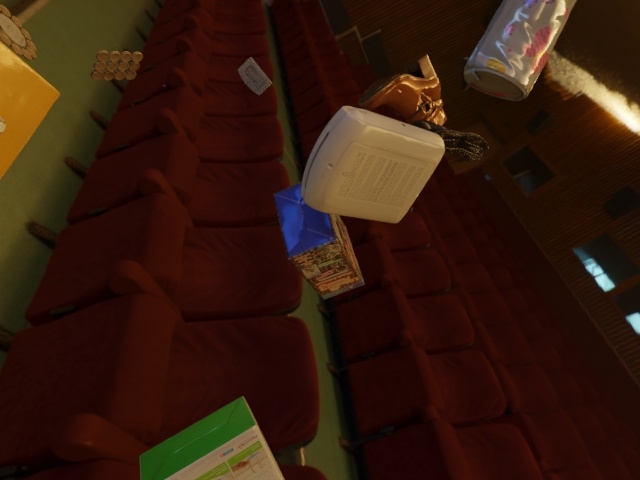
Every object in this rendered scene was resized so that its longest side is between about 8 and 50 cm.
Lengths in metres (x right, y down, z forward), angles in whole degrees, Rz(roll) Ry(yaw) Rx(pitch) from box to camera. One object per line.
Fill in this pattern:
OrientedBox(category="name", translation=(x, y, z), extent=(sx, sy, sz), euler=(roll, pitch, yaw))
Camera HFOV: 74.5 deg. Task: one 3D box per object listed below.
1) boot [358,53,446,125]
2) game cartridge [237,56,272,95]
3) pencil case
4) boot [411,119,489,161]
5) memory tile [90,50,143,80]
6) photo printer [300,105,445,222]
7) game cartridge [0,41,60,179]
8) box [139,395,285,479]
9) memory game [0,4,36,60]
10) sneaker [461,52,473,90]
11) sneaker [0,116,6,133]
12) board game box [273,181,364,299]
OrientedBox(category="boot", translation=(0.258, -0.400, 1.272), extent=(0.109, 0.283, 0.220), euler=(15, -42, 55))
OrientedBox(category="game cartridge", translation=(-0.172, -0.423, 1.091), extent=(0.083, 0.056, 0.017), euler=(49, 16, -14))
OrientedBox(category="pencil case", translation=(0.342, -0.374, 0.689), extent=(0.124, 0.273, 0.113), euler=(18, 11, -30))
OrientedBox(category="boot", translation=(0.366, -0.294, 1.190), extent=(0.197, 0.077, 0.137), euler=(9, 30, -30))
OrientedBox(category="memory tile", translation=(-0.636, -0.546, 1.315), extent=(0.148, 0.113, 0.012), euler=(-26, 77, -48))
OrientedBox(category="photo printer", translation=(0.113, -0.171, 1.000), extent=(0.307, 0.256, 0.107), euler=(5, 38, -32))
OrientedBox(category="game cartridge", translation=(-0.863, -0.345, 1.050), extent=(0.324, 0.052, 0.285), euler=(-69, 152, -20))
OrientedBox(category="box", translation=(-0.237, 0.542, 0.969), extent=(0.126, 0.261, 0.231), euler=(29, -37, 62))
OrientedBox(category="memory game", translation=(-0.935, -0.633, 1.269), extent=(0.186, 0.012, 0.186), euler=(-25, 90, -86))
OrientedBox(category="sneaker", translation=(0.420, -0.421, 1.047), extent=(0.222, 0.117, 0.083), euler=(-64, 152, -70))
OrientedBox(category="sneaker", translation=(-0.480, -0.117, 0.514), extent=(0.083, 0.071, 0.191), euler=(83, 12, -57))
OrientedBox(category="board game box", translation=(0.000, 0.000, 1.238), extent=(0.291, 0.141, 0.232), euler=(56, 15, -55))
